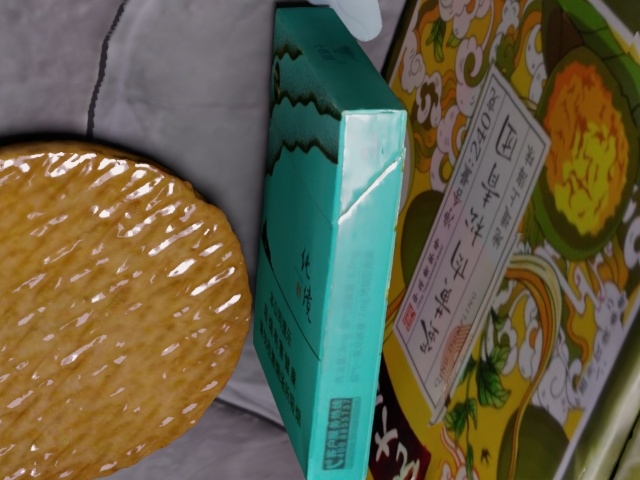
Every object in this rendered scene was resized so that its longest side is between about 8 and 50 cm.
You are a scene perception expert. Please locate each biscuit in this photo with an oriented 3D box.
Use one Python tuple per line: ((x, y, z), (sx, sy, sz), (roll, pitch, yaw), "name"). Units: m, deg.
((-0.170, 0.048, 1.007), (0.262, 0.037, 0.262), (-7, 124, -11), "biscuit")

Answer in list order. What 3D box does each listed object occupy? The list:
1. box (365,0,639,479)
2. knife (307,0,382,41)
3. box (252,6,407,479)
((0.130, 0.026, 0.871), (0.138, 0.373, 0.420), (8, 120, -21), "box")
((-0.050, -0.189, 0.893), (0.260, 0.034, 0.063), (27, 108, -35), "knife")
((0.000, 0.000, 0.920), (0.042, 0.161, 0.226), (-3, 118, -15), "box")
